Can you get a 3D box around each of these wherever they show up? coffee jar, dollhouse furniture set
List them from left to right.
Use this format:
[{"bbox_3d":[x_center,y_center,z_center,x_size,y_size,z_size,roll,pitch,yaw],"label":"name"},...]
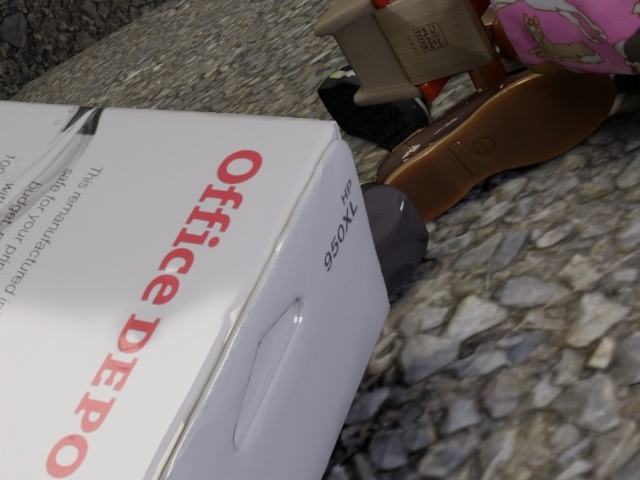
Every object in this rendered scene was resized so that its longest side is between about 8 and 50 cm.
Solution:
[{"bbox_3d":[0.000,0.000,0.785,0.096,0.079,0.184,-41,22,-22],"label":"coffee jar"},{"bbox_3d":[0.117,-0.224,0.843,0.135,0.262,0.259,-11,32,39],"label":"dollhouse furniture set"}]

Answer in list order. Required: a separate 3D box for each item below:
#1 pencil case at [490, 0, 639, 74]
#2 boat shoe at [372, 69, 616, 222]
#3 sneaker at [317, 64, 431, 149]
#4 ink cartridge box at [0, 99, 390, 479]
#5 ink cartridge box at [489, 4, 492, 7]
[{"bbox_3d":[0.290,-0.188,0.589,0.386,0.167,0.160,8,40,41],"label":"pencil case"},{"bbox_3d":[0.131,-0.088,0.789,0.207,0.073,0.073,-27,26,17],"label":"boat shoe"},{"bbox_3d":[0.069,-0.160,1.010,0.097,0.084,0.235,-36,22,-7],"label":"sneaker"},{"bbox_3d":[-0.193,0.069,0.571,0.395,0.166,0.285,7,51,24],"label":"ink cartridge box"},{"bbox_3d":[0.229,-0.330,1.114,0.223,0.045,0.224,-39,28,22],"label":"ink cartridge box"}]
